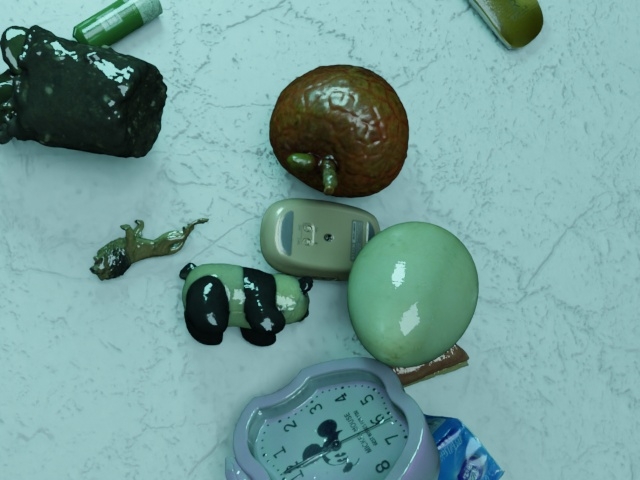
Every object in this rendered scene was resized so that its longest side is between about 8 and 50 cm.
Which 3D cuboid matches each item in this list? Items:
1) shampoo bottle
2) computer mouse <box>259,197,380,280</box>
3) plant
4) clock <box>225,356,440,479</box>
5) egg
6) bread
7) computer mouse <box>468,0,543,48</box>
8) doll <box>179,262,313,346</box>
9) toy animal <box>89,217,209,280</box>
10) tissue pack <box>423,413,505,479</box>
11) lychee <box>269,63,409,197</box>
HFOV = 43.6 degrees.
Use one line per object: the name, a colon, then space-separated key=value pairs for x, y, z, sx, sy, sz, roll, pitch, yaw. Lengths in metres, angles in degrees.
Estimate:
shampoo bottle: x=-0.384 y=-0.384 z=1.433 sx=0.204 sy=0.065 sz=0.065 roll=-38 pitch=91 yaw=-17
computer mouse: x=0.000 y=0.000 z=1.446 sx=0.237 sy=0.082 sz=0.145 roll=5 pitch=80 yaw=-25
plant: x=-0.408 y=-0.239 z=1.326 sx=0.276 sy=0.188 sz=0.198 roll=13 pitch=97 yaw=7
clock: x=0.016 y=0.347 z=1.265 sx=0.338 sy=0.339 sz=0.102 roll=-41 pitch=129 yaw=-17
egg: x=0.150 y=0.095 z=1.332 sx=0.219 sy=0.218 sz=0.295 roll=33 pitch=38 yaw=-7
bread: x=0.172 y=0.205 z=1.464 sx=0.193 sy=0.067 sz=0.119 roll=-15 pitch=87 yaw=-15
computer mouse: x=0.361 y=-0.508 z=1.649 sx=0.126 sy=0.056 sz=0.245 roll=-39 pitch=90 yaw=-18
doll: x=-0.127 y=0.109 z=1.369 sx=0.235 sy=0.143 sz=0.135 roll=6 pitch=72 yaw=-13
toy animal: x=-0.298 y=-0.004 z=1.385 sx=0.220 sy=0.069 sz=0.086 roll=-22 pitch=107 yaw=-12
tissue pack: x=0.148 y=0.428 z=1.348 sx=0.263 sy=0.198 sz=0.146 roll=-42 pitch=94 yaw=-18
lychee: x=0.034 y=-0.185 z=1.413 sx=0.255 sy=0.255 sz=0.299 roll=29 pitch=61 yaw=-8
